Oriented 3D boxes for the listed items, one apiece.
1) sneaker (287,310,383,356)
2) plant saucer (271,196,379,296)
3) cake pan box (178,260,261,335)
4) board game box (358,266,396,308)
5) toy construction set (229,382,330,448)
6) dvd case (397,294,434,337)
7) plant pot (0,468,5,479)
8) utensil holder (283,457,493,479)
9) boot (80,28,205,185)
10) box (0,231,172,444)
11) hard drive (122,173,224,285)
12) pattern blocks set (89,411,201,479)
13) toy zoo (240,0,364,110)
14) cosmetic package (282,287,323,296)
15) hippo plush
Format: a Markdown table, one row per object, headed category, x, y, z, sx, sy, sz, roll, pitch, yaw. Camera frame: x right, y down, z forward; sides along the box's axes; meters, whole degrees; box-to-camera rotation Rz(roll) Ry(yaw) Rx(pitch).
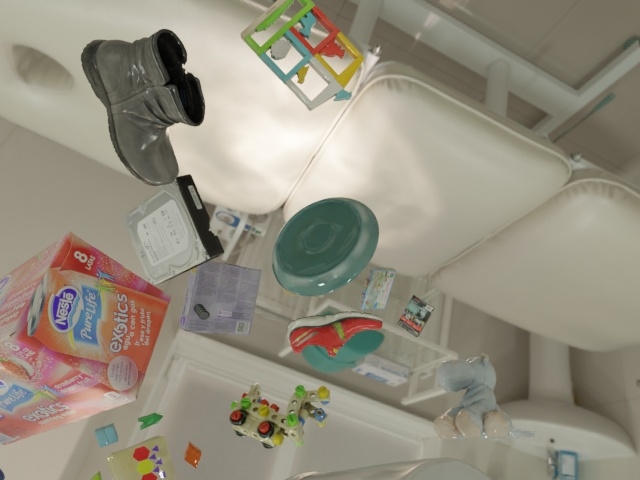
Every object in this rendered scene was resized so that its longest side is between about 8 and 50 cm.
| category | x | y | z | sx | sy | sz | roll | pitch | yaw |
| --- | --- | --- | --- | --- | --- | --- | --- | --- | --- |
| sneaker | 0.045 | 0.271 | 1.417 | 0.279 | 0.118 | 0.107 | -7 | 165 | -7 |
| plant saucer | 0.000 | 0.000 | 1.318 | 0.318 | 0.317 | 0.043 | -4 | 143 | 29 |
| cake pan box | -0.339 | 0.201 | 1.726 | 0.267 | 0.245 | 0.070 | 13 | 175 | -39 |
| board game box | 0.200 | 0.169 | 1.746 | 0.104 | 0.154 | 0.026 | 5 | -162 | -30 |
| toy construction set | -0.144 | 0.511 | 1.489 | 0.328 | 0.215 | 0.151 | -3 | 122 | 37 |
| dvd case | 0.323 | 0.256 | 1.676 | 0.087 | 0.119 | 0.013 | 33 | -166 | 32 |
| plant pot | -0.466 | 0.343 | 0.480 | 0.236 | 0.211 | 0.236 | -5 | 179 | 10 |
| utensil holder | 0.096 | 0.534 | 0.797 | 0.328 | 0.327 | 0.385 | 30 | 139 | -20 |
| boot | -0.321 | -0.239 | 0.989 | 0.223 | 0.118 | 0.338 | 10 | 139 | 28 |
| box | -0.351 | 0.132 | 0.603 | 0.300 | 0.142 | 0.154 | -25 | 129 | 29 |
| hard drive | -0.430 | -0.018 | 1.402 | 0.339 | 0.064 | 0.236 | -21 | 91 | 43 |
| pattern blocks set | -0.453 | 0.604 | 1.280 | 0.286 | 0.324 | 0.026 | -5 | -169 | -19 |
| toy zoo | -0.027 | -0.459 | 1.222 | 0.293 | 0.192 | 0.030 | 45 | 173 | -5 |
| cosmetic package | -0.045 | 0.124 | 1.391 | 0.115 | 0.060 | 0.041 | 3 | 130 | 9 |
| hippo plush | 0.465 | 0.450 | 1.440 | 0.295 | 0.236 | 0.234 | 1 | 156 | -4 |
